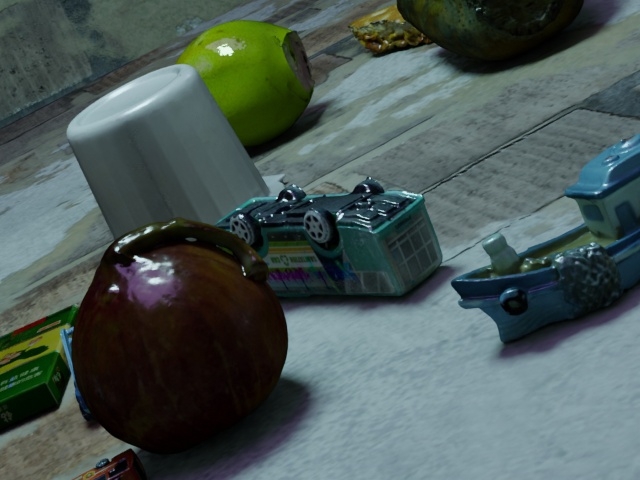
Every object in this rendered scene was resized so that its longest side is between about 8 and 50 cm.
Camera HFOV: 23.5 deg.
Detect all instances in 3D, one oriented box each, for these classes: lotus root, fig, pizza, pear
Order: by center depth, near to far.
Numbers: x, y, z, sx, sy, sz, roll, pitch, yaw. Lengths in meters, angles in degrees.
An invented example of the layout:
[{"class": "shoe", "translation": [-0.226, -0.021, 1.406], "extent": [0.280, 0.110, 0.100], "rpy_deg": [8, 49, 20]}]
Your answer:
[{"class": "fig", "translation": [-0.125, 0.078, 1.341], "extent": [0.205, 0.205, 0.205], "rpy_deg": [-24, 17, 8]}, {"class": "lotus root", "translation": [0.227, -0.369, 2.108], "extent": [0.250, 0.250, 0.346], "rpy_deg": [-26, 22, -2]}, {"class": "pear", "translation": [-0.126, -0.221, 2.234], "extent": [0.220, 0.187, 0.187], "rpy_deg": [-14, 19, 15]}, {"class": "pizza", "translation": [0.143, -0.340, 2.415], "extent": [0.246, 0.058, 0.127], "rpy_deg": [-11, 21, 36]}]

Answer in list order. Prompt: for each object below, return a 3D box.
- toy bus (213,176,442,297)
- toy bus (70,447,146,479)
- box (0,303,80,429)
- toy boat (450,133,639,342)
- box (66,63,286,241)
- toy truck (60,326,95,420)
[{"class": "toy bus", "translation": [0.000, 0.000, 1.528], "extent": [0.091, 0.109, 0.262], "rpy_deg": [-35, 21, -34]}, {"class": "toy bus", "translation": [-0.200, 0.218, 1.304], "extent": [0.110, 0.031, 0.043], "rpy_deg": [-29, 19, -3]}, {"class": "box", "translation": [-0.335, 0.147, 1.702], "extent": [0.132, 0.034, 0.235], "rpy_deg": [-25, 17, 6]}, {"class": "toy boat", "translation": [0.213, -0.006, 1.258], "extent": [0.238, 0.098, 0.109], "rpy_deg": [-30, 14, -12]}, {"class": "box", "translation": [-0.187, -0.102, 1.934], "extent": [0.262, 0.206, 0.291], "rpy_deg": [-23, 20, 10]}, {"class": "toy truck", "translation": [-0.223, 0.124, 1.512], "extent": [0.056, 0.090, 0.073], "rpy_deg": [-24, 17, 5]}]
